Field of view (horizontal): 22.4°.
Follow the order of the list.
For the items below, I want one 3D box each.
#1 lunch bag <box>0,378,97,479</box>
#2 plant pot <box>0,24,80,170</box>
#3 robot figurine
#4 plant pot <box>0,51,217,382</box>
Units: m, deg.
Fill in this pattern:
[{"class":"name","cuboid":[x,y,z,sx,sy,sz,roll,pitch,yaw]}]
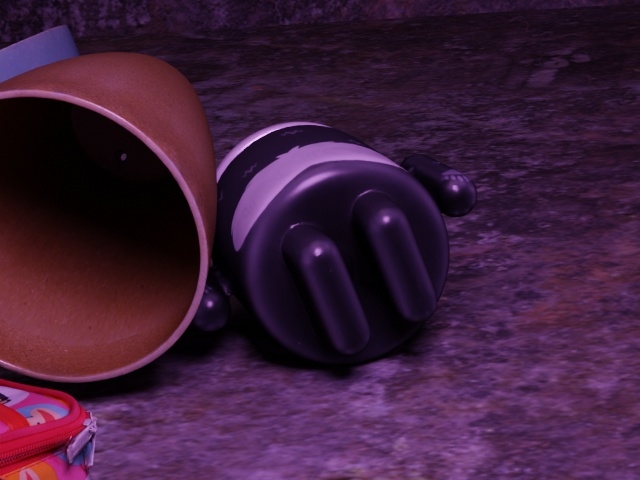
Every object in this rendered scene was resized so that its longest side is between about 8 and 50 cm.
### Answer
[{"class":"lunch bag","cuboid":[-0.272,0.150,0.999,0.258,0.120,0.293,-16,14,-39]},{"class":"plant pot","cuboid":[-0.318,-0.046,1.478,0.290,0.195,0.290,-25,9,4]},{"class":"robot figurine","cuboid":[0.003,0.001,1.316,0.209,0.173,0.278,13,10,-19]},{"class":"plant pot","cuboid":[-0.180,-0.052,1.288,0.237,0.237,0.254,-3,25,11]}]
